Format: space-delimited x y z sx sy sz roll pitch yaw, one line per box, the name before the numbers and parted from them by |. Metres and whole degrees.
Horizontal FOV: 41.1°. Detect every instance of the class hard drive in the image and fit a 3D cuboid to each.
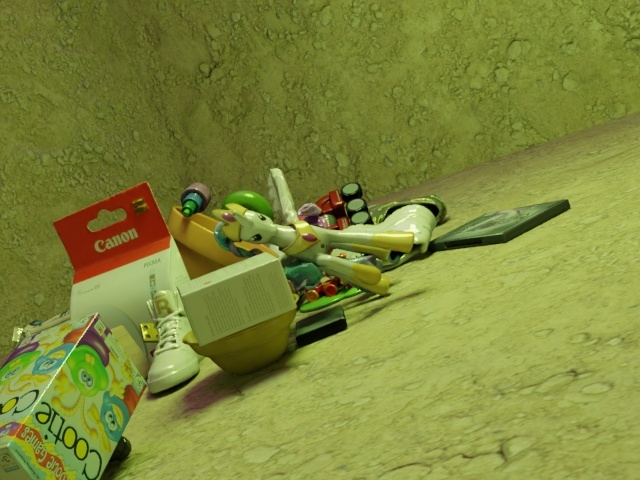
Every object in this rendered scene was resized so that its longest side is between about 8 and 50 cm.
hard drive | 0.001 0.155 1.566 0.094 0.022 0.135 -22 6 1

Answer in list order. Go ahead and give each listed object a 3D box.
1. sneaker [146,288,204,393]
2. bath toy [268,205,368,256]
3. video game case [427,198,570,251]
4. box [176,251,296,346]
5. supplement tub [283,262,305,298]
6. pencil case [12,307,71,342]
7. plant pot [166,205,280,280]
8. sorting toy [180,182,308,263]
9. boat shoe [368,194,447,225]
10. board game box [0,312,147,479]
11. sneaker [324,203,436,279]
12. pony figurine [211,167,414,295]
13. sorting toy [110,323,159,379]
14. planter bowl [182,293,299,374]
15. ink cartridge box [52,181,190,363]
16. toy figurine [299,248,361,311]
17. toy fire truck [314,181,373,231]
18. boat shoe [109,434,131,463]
sneaker | -0.304 0.187 1.683 0.108 0.169 0.292 -20 7 2
bath toy | 0.000 0.000 2.473 0.348 0.129 0.151 -22 -28 -11
video game case | 0.381 -0.030 1.862 0.196 0.026 0.274 -25 6 -27
box | -0.143 0.095 1.426 0.170 0.091 0.130 -21 9 -10
supplement tub | -0.094 0.111 1.907 0.106 0.106 0.198 -21 7 12
pencil case | -0.621 0.235 2.211 0.410 0.160 0.183 -25 -31 38
plant pot | -0.267 0.069 2.068 0.204 0.290 0.291 -64 5 3
sorting toy | -0.158 -0.023 1.958 0.126 0.365 0.127 -72 4 -59
boat shoe | 0.194 -0.053 2.333 0.304 0.109 0.091 -17 2 13
board game box | -0.364 0.244 1.128 0.144 0.142 0.275 -20 24 19
sneaker | 0.125 0.020 1.958 0.297 0.111 0.129 -28 25 27
pony figurine | -0.038 0.006 1.654 0.363 0.303 0.351 13 -7 -8
sorting toy | -0.426 0.255 1.766 0.274 0.132 0.046 -22 -26 -45
planter bowl | -0.125 0.175 1.497 0.217 0.091 0.217 -19 9 3
ink cartridge box | -0.451 0.099 1.933 0.308 0.385 0.091 -19 6 26
toy figurine | 0.007 0.050 1.828 0.173 0.159 0.130 -18 7 29
toy fire truck | 0.020 -0.009 2.240 0.246 0.159 0.217 -18 36 2
boat shoe | -0.361 0.323 1.284 0.065 0.075 0.206 29 -38 -36
